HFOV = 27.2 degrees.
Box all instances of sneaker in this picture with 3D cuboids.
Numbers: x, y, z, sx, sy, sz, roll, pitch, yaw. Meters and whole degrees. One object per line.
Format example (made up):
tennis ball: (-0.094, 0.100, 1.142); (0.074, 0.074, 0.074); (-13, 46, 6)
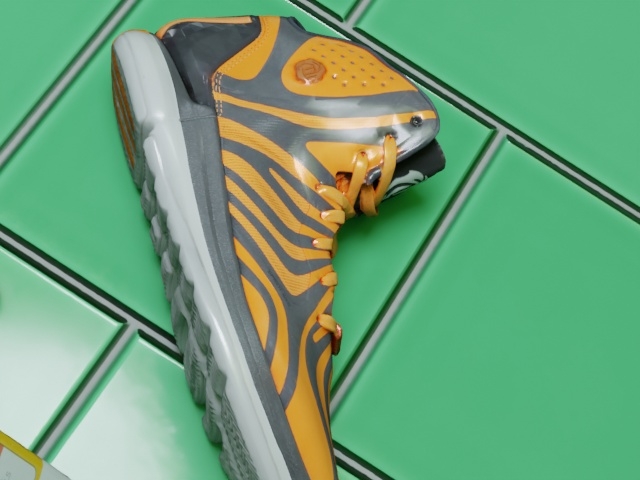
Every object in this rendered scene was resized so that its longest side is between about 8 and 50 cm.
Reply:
sneaker: (0.000, 0.000, 0.760); (0.180, 0.124, 0.321); (-12, 72, -15)

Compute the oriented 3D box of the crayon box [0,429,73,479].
crayon box: (-0.224, 0.148, 0.552); (0.083, 0.323, 0.203); (7, 65, 21)
